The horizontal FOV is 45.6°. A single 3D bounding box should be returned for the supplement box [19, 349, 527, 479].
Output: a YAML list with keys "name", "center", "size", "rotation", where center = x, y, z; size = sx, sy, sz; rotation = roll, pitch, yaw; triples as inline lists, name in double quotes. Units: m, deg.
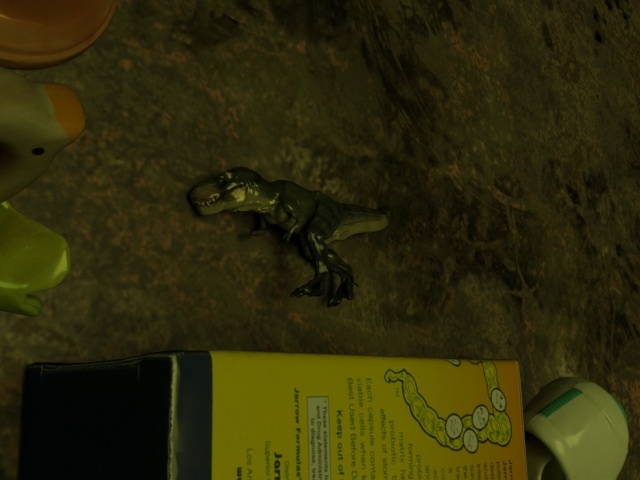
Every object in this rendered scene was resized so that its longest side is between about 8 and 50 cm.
- name: "supplement box"
  center: [-0.017, 0.187, 0.580]
  size: [0.357, 0.194, 0.195]
  rotation: [10, 74, -44]

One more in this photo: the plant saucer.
- name: "plant saucer"
  center: [-0.235, -0.230, 0.568]
  size: [0.200, 0.037, 0.199]
  rotation: [13, 72, -43]

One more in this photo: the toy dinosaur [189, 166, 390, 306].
- name: "toy dinosaur"
  center: [0.000, 0.000, 0.737]
  size: [0.268, 0.064, 0.118]
  rotation: [9, 68, -47]

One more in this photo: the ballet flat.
- name: "ballet flat"
  center: [0.199, 0.325, 0.758]
  size: [0.139, 0.139, 0.400]
  rotation: [-12, 115, -46]

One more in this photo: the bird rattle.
- name: "bird rattle"
  center: [-0.248, -0.040, 0.410]
  size: [0.254, 0.207, 0.143]
  rotation: [8, 57, -53]
